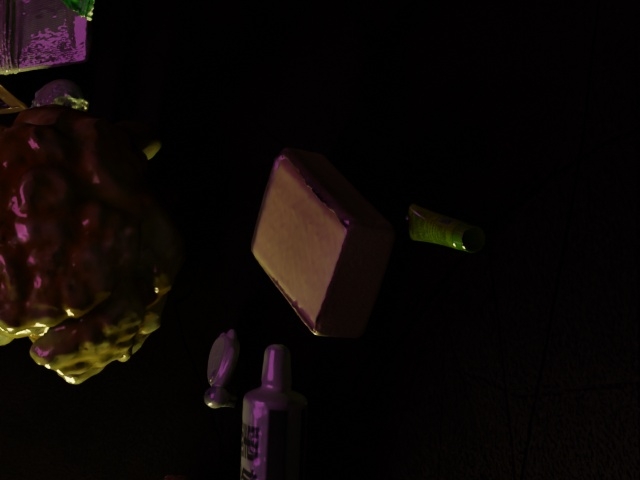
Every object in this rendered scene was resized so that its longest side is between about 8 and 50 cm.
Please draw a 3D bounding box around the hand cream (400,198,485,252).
[{"bbox_3d":[0.096,-0.009,1.380,0.122,0.023,0.036,-162,67,-64],"label":"hand cream"}]

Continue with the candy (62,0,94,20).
[{"bbox_3d":[-0.328,-0.396,2.229,0.141,0.078,0.203,-53,49,18],"label":"candy"}]

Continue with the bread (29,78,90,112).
[{"bbox_3d":[-0.377,-0.116,2.300,0.232,0.064,0.172,129,139,-51],"label":"bread"}]

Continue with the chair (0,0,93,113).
[{"bbox_3d":[-0.433,-0.279,2.371,0.186,0.319,0.160,44,-138,-66],"label":"chair"}]

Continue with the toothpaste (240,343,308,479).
[{"bbox_3d":[-0.048,0.288,1.575,0.099,0.061,0.392,17,105,63],"label":"toothpaste"}]

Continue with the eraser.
[{"bbox_3d":[0.000,0.000,1.532,0.172,0.058,0.117,49,128,55],"label":"eraser"}]

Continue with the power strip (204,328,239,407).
[{"bbox_3d":[-0.097,0.135,1.746,0.055,0.035,0.083,-26,49,60],"label":"power strip"}]

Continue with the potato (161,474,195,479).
[{"bbox_3d":[-0.139,0.310,1.745,0.092,0.070,0.137,7,106,49],"label":"potato"}]

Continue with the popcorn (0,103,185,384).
[{"bbox_3d":[-0.299,-0.011,1.887,0.274,0.279,0.335,-32,68,9],"label":"popcorn"}]
